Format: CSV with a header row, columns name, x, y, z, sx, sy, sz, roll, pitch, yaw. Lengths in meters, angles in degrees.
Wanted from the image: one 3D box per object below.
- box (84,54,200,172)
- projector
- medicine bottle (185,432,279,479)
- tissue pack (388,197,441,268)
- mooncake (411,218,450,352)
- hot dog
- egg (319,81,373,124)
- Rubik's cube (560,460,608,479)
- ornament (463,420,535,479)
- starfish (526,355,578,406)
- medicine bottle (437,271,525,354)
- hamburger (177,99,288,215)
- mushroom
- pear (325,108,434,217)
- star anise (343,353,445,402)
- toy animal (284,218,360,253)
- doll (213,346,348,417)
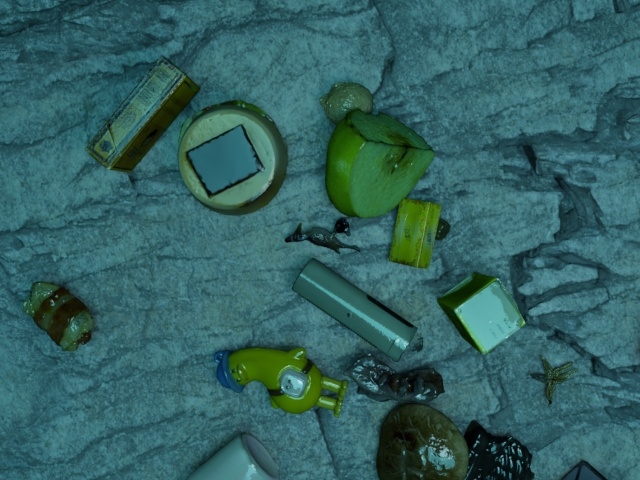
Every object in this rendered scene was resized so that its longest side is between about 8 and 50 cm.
name,x,y,z,sx,sy,sz,roll,pitch,yaw
box,-0.446,-0.313,1.716,0.084,0.193,0.301,40,93,-1
projector,0.088,0.180,1.757,0.337,0.108,0.108,34,93,9
medicine bottle,-0.264,0.661,1.781,0.293,0.170,0.170,-40,92,1
tissue pack,0.247,-0.019,1.771,0.095,0.062,0.176,14,94,41
mooncake,0.281,0.117,1.803,0.150,0.057,0.346,-12,109,-41
hot dog,-0.693,0.196,1.798,0.213,0.103,0.146,47,114,7
egg,0.072,-0.352,1.753,0.140,0.116,0.118,-15,67,-21
Rubik's cube,0.714,0.773,1.733,0.255,0.260,0.259,-44,92,0
ornament,0.478,0.642,1.817,0.260,0.106,0.251,24,96,-6
starfish,0.620,0.381,1.822,0.133,0.041,0.130,8,85,6
medicine bottle,0.403,0.180,1.712,0.141,0.250,0.137,-37,91,0
hamburger,-0.224,-0.210,1.734,0.302,0.170,0.302,0,98,1
mushroom,0.255,0.565,1.768,0.278,0.146,0.278,3,95,35
pear,0.120,-0.184,1.724,0.292,0.292,0.159,-48,51,3
star anise,0.194,0.367,1.760,0.258,0.198,0.110,4,72,13
toy animal,0.005,-0.009,1.795,0.202,0.070,0.105,-3,112,-3
doll,-0.109,0.355,1.777,0.363,0.145,0.199,17,106,4
